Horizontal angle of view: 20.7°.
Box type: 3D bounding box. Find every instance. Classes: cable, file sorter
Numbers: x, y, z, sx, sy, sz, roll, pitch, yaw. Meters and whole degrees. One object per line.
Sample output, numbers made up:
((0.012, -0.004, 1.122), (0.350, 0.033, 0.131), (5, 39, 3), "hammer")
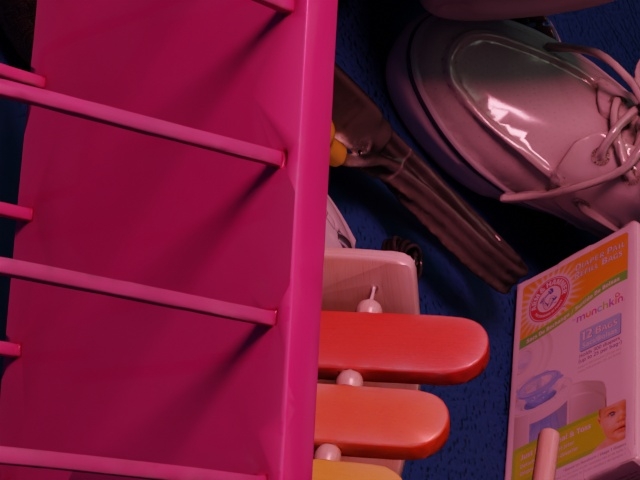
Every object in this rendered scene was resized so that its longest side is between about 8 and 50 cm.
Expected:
((0.018, -0.055, 1.134), (0.287, 0.072, 0.139), (43, 3, -37), "cable")
((-0.130, -0.036, 0.736), (0.182, 0.202, 0.290), (14, 73, -42), "file sorter")

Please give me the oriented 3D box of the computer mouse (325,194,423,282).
((0.000, 0.000, 1.074), (0.193, 0.042, 0.106), (38, 41, -28), "computer mouse")

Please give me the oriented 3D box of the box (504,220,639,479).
((0.201, 0.107, 1.178), (0.103, 0.114, 0.203), (36, 42, -27), "box")

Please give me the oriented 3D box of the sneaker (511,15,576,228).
((0.181, -0.103, 1.363), (0.083, 0.071, 0.190), (-19, 88, -61), "sneaker")

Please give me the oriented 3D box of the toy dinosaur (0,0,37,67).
((-0.124, -0.147, 0.963), (0.313, 0.160, 0.121), (50, 17, -30), "toy dinosaur")

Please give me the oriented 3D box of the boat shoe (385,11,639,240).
((0.222, -0.055, 1.229), (0.367, 0.156, 0.136), (36, 70, -11), "boat shoe")

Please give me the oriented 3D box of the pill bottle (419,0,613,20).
((0.128, -0.299, 1.160), (0.160, 0.160, 0.283), (-1, 83, -51), "pill bottle")

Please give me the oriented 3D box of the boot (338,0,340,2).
((0.007, -0.225, 1.104), (0.246, 0.207, 0.094), (-5, 73, -52), "boot")

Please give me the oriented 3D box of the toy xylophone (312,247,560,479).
((-0.005, 0.130, 0.840), (0.322, 0.236, 0.081), (-82, 165, -49), "toy xylophone")
